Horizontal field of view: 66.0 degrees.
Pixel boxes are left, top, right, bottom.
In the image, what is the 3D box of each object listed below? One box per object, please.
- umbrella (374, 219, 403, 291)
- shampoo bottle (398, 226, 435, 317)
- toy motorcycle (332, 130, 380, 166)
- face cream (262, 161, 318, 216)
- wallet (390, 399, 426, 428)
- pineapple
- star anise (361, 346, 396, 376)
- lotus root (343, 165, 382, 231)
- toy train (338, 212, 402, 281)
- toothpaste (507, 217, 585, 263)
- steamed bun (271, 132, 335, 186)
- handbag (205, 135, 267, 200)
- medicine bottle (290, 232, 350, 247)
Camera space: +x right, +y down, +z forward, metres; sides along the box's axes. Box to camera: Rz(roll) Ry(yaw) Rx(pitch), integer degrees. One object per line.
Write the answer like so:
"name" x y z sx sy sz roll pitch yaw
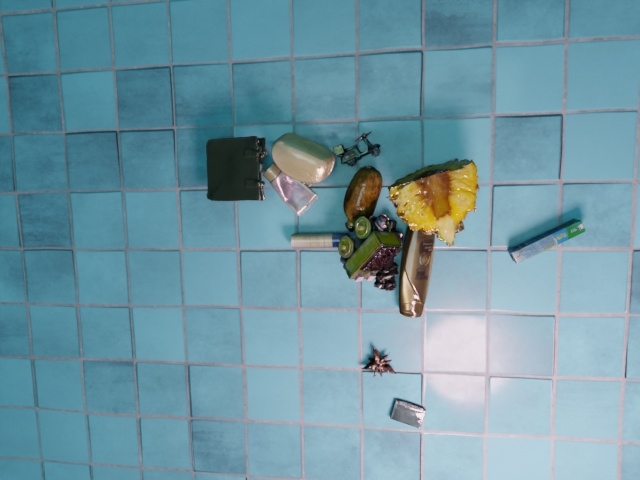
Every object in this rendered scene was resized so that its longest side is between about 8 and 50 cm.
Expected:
"umbrella" 0.256 0.056 1.898 0.110 0.122 0.272 2 95 -35
"shampoo bottle" 0.365 0.120 1.890 0.125 0.084 0.350 3 99 -23
"toy motorcycle" 0.143 -0.347 1.888 0.173 0.058 0.100 -21 88 13
"face cream" -0.126 -0.208 1.952 0.224 0.070 0.114 42 102 -11
"wallet" 0.355 0.699 1.997 0.129 0.026 0.088 16 95 8
"pineapple" 0.415 -0.126 1.822 0.344 0.209 0.286 -18 105 0
"star anise" 0.246 0.501 1.974 0.129 0.056 0.124 30 100 4
"lotus root" 0.152 -0.156 1.864 0.128 0.145 0.260 19 97 13
"toy train" 0.179 0.024 1.822 0.261 0.134 0.177 -52 52 34
"toothpaste" 0.830 0.002 1.819 0.266 0.065 0.050 -27 92 11
"steamed bun" -0.075 -0.298 1.879 0.238 0.170 0.152 23 119 5
"handbag" -0.327 -0.277 1.923 0.260 0.079 0.247 3 97 27
"medicine bottle" 0.000 0.000 1.950 0.231 0.059 0.059 -1 97 9
